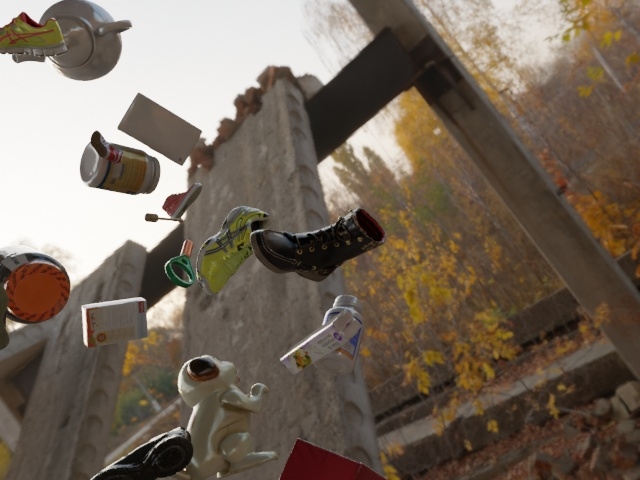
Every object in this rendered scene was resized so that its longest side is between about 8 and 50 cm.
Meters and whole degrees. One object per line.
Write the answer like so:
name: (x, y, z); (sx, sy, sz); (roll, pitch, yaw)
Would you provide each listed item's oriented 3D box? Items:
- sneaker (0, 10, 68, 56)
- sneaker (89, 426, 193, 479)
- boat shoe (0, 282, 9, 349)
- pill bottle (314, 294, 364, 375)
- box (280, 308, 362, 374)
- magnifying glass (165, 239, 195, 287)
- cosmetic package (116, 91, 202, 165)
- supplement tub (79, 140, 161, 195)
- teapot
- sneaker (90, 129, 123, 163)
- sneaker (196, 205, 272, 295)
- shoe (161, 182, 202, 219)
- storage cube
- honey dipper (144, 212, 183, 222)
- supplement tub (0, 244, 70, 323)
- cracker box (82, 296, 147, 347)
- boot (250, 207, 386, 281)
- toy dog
sneaker: (-0.698, -0.482, 1.367); (0.209, 0.094, 0.081); (0, 29, -6)
sneaker: (-0.446, 0.567, 1.483); (0.287, 0.109, 0.130); (-25, 8, -5)
boat shoe: (-0.775, 0.162, 1.375); (0.081, 0.068, 0.227); (-12, -46, -35)
pill bottle: (0.075, 0.336, 2.134); (0.152, 0.152, 0.271); (-38, 24, 44)
box: (-0.006, 0.278, 1.584); (0.067, 0.063, 0.324); (-45, 1, -40)
magnifying glass: (-0.397, 0.062, 1.710); (0.026, 0.092, 0.231); (-43, 22, 18)
cosmetic package: (-0.521, -0.352, 1.897); (0.138, 0.224, 0.225); (-60, 21, -2)
supplement tub: (-0.598, -0.214, 1.770); (0.200, 0.144, 0.144); (10, -38, -46)
teapot: (-0.703, -0.576, 1.703); (0.255, 0.253, 0.187); (-60, 12, 16)
sneaker: (-0.594, -0.257, 1.645); (0.042, 0.118, 0.067); (-45, -34, 13)
sneaker: (-0.306, 0.024, 2.089); (0.147, 0.145, 0.384); (2, 53, 34)
shoe: (-0.527, -0.162, 2.232); (0.178, 0.081, 0.063); (-51, -12, 11)
storage cube: (0.025, 0.558, 1.235); (0.184, 0.215, 0.193); (5, 60, 42)
honey dipper: (-0.510, -0.069, 1.942); (0.030, 0.030, 0.161); (-37, -20, 22)
supplement tub: (-0.861, 0.126, 1.722); (0.207, 0.207, 0.338); (-36, 24, -30)
cracker box: (-0.795, 0.315, 2.292); (0.233, 0.155, 0.067); (-5, 10, -35)
boot: (0.000, 0.000, 1.769); (0.284, 0.138, 0.377); (-29, -32, 26)
toy dog: (-0.367, 0.598, 2.028); (0.396, 0.407, 0.284); (-9, -23, -17)
